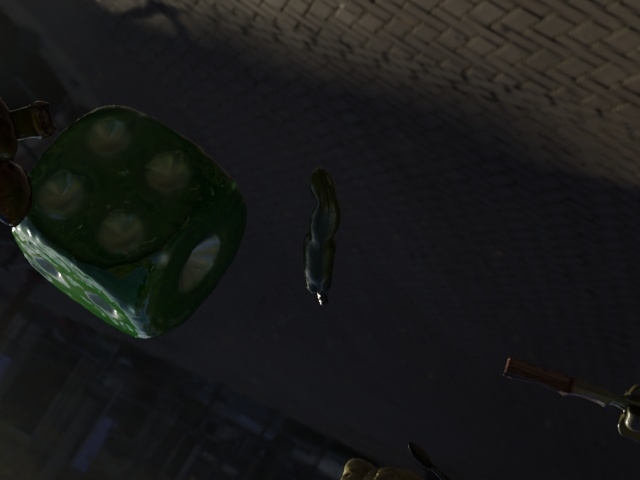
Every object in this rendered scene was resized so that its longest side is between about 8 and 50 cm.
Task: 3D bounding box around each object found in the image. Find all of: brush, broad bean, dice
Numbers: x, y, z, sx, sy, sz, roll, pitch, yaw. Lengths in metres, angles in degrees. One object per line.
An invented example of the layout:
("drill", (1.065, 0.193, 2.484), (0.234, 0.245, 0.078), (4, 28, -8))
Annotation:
("brush", (0.390, 0.216, 1.419), (0.301, 0.084, 0.071), (17, 151, 0))
("broad bean", (0.000, 0.000, 1.500), (0.048, 0.214, 0.070), (-3, -150, -11))
("dice", (-0.318, -0.031, 1.779), (0.300, 0.297, 0.287), (32, 163, 14))
("brush", (0.127, 0.257, 1.198), (0.008, 0.024, 0.083), (-39, 106, 27))

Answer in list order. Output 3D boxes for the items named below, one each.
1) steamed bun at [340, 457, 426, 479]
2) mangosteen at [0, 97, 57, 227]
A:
("steamed bun", (0.066, 0.348, 0.737), (0.247, 0.189, 0.428), (38, -167, -12))
("mangosteen", (-0.441, -0.094, 1.164), (0.275, 0.302, 0.275), (162, 90, -78))
